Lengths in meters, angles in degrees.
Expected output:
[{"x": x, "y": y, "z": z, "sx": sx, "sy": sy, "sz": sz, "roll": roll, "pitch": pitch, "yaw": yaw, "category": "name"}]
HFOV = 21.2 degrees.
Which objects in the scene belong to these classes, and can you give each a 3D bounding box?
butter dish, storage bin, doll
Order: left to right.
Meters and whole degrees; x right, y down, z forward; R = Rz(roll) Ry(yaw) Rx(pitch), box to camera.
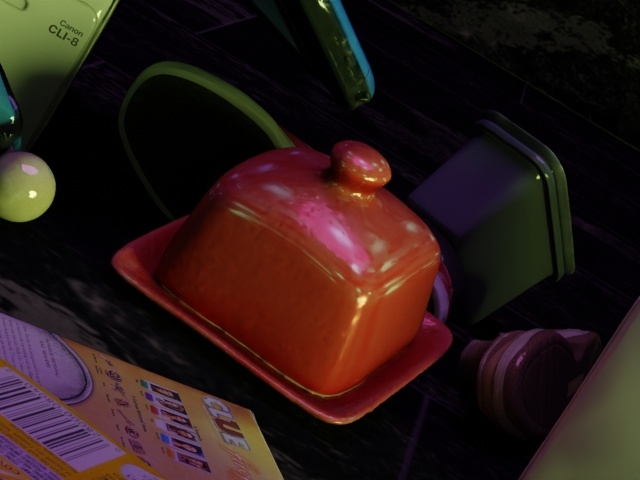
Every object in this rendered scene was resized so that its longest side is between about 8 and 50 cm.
[{"x": -0.189, "y": -0.095, "z": 0.908, "sx": 0.046, "sy": 0.129, "sz": 0.189, "roll": -18, "pitch": 75, "yaw": -20, "category": "doll"}, {"x": 0.000, "y": 0.000, "z": 0.916, "sx": 0.160, "sy": 0.118, "sz": 0.160, "roll": 35, "pitch": 29, "yaw": 15, "category": "butter dish"}, {"x": 0.112, "y": -0.012, "z": 1.211, "sx": 0.098, "sy": 0.091, "sz": 0.135, "roll": 41, "pitch": -23, "yaw": 35, "category": "storage bin"}]

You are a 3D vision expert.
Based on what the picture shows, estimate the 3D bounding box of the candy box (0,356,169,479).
[{"x": -0.059, "y": 0.096, "z": 0.495, "sx": 0.206, "sy": 0.027, "sz": 0.105, "roll": 34, "pitch": 16, "yaw": 14, "category": "candy box"}]

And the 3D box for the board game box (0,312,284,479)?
[{"x": -0.072, "y": 0.107, "z": 0.582, "sx": 0.165, "sy": 0.042, "sz": 0.243, "roll": 24, "pitch": 15, "yaw": -25, "category": "board game box"}]

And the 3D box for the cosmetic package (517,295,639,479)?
[{"x": 0.296, "y": 0.189, "z": 0.846, "sx": 0.365, "sy": 0.155, "sz": 0.197, "roll": 42, "pitch": 20, "yaw": 34, "category": "cosmetic package"}]

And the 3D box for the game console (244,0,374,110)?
[{"x": -0.129, "y": -0.194, "z": 1.028, "sx": 0.293, "sy": 0.173, "sz": 0.250, "roll": 53, "pitch": -8, "yaw": 51, "category": "game console"}]

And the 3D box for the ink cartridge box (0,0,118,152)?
[{"x": -0.197, "y": -0.155, "z": 1.068, "sx": 0.128, "sy": 0.127, "sz": 0.176, "roll": 30, "pitch": 13, "yaw": -9, "category": "ink cartridge box"}]

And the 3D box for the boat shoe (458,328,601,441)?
[{"x": 0.119, "y": 0.084, "z": 1.063, "sx": 0.072, "sy": 0.068, "sz": 0.190, "roll": 9, "pitch": 1, "yaw": 21, "category": "boat shoe"}]

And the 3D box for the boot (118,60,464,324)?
[{"x": -0.014, "y": -0.026, "z": 1.105, "sx": 0.244, "sy": 0.088, "sz": 0.176, "roll": 40, "pitch": 14, "yaw": 3, "category": "boot"}]
